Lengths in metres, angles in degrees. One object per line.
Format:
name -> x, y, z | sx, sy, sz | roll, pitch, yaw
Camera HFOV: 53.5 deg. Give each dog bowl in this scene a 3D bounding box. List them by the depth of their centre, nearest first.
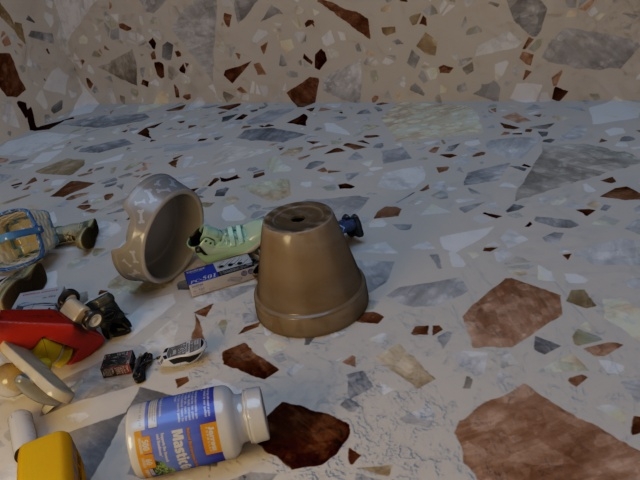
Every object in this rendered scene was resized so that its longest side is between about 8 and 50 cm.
dog bowl -> -0.487, -0.025, 1.958 | 0.102, 0.349, 0.349 | 19, 37, 20

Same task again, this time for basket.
basket -> -1.049, 0.000, 2.150 | 0.255, 0.201, 0.289 | -17, 2, 19

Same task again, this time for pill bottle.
pill bottle -> -0.247, 0.385, 1.309 | 0.272, 0.152, 0.152 | -12, 28, -5

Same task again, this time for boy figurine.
boy figurine -> 0.000, 0.000, 2.004 | 0.285, 0.092, 0.177 | -27, 14, -27

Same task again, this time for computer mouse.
computer mouse -> -0.378, 0.303, 1.618 | 0.193, 0.042, 0.106 | -15, 24, -1

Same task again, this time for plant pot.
plant pot -> -0.041, 0.059, 1.724 | 0.323, 0.280, 0.323 | -7, 29, 4

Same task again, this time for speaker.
speaker -> -0.667, 0.440, 1.428 | 0.055, 0.055, 0.136 | -21, 31, -23

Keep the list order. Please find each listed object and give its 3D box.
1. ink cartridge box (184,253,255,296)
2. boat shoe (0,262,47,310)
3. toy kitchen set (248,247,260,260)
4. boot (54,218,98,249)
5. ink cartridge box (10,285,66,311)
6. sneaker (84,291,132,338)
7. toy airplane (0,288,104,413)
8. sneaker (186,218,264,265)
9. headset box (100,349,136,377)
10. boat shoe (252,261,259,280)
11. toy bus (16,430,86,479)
ink cartridge box -> -0.308, 0.105, 1.955 | 0.207, 0.046, 0.097 | -17, 28, -15
boat shoe -> -0.951, 0.160, 1.989 | 0.089, 0.104, 0.285 | -12, 18, 3
toy kitchen set -> -0.185, 0.026, 2.052 | 0.075, 0.083, 0.068 | 21, -1, 43
boot -> -0.907, -0.012, 2.307 | 0.165, 0.077, 0.213 | -10, 23, -4
ink cartridge box -> -0.822, 0.223, 1.844 | 0.140, 0.082, 0.190 | -10, 30, -2
sneaker -> -0.604, 0.217, 1.807 | 0.087, 0.130, 0.227 | -27, 6, -23
toy airplane -> -0.752, 0.264, 1.552 | 0.384, 0.272, 0.386 | 20, 10, -13
sneaker -> -0.292, -0.013, 1.989 | 0.256, 0.151, 0.094 | -27, 57, 10
headset box -> -0.517, 0.317, 1.637 | 0.083, 0.032, 0.062 | -10, 28, 0
boat shoe -> -0.128, 0.054, 1.902 | 0.183, 0.066, 0.066 | -45, 69, -1
toy bus -> -0.487, 0.513, 1.163 | 0.108, 0.130, 0.332 | -17, 29, -16
